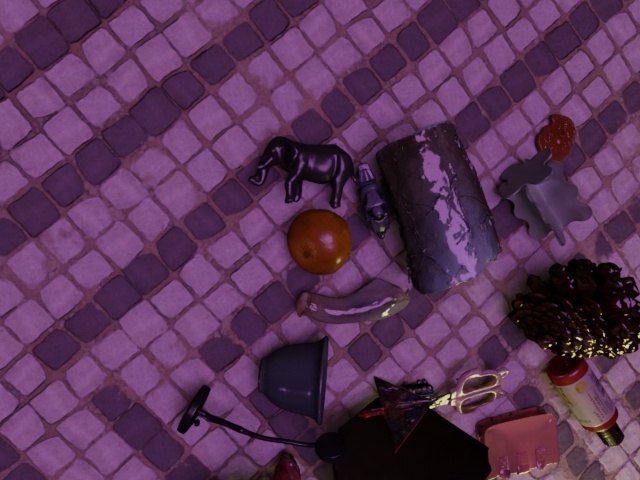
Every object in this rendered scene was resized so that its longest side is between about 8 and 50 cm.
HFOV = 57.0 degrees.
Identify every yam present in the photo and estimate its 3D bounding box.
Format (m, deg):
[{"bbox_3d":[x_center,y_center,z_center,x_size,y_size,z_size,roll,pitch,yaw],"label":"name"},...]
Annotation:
[{"bbox_3d":[0.261,-0.081,1.344,0.240,0.241,0.348,-20,95,-12],"label":"yam"}]

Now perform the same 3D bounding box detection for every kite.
[{"bbox_3d":[0.177,0.395,1.373,0.189,0.232,0.009,-7,121,-9],"label":"kite"}]

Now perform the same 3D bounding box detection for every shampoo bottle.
[{"bbox_3d":[0.717,0.432,1.569,0.104,0.104,0.278,-38,102,-8],"label":"shampoo bottle"}]

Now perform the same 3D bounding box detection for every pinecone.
[{"bbox_3d":[0.639,0.166,1.439,0.295,0.298,0.242,-11,101,-27],"label":"pinecone"}]

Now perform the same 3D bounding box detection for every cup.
[{"bbox_3d":[-0.063,0.312,1.339,0.149,0.199,0.199,3,94,3],"label":"cup"}]

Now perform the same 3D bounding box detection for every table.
[{"bbox_3d":[0.561,-0.096,1.469,0.166,0.166,0.198,-45,111,-7],"label":"table"}]

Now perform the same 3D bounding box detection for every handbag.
[{"bbox_3d":[0.519,0.535,1.551,0.212,0.059,0.157,-9,95,-12],"label":"handbag"}]

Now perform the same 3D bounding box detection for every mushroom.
[{"bbox_3d":[0.080,0.149,1.393,0.277,0.099,0.096,-8,91,-10],"label":"mushroom"}]

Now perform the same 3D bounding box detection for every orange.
[{"bbox_3d":[0.000,0.000,1.337,0.155,0.154,0.134,57,39,-12],"label":"orange"}]

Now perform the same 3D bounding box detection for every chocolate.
[{"bbox_3d":[0.180,0.578,1.351,0.326,0.314,0.297,-32,135,-36],"label":"chocolate"}]

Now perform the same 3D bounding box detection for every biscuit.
[{"bbox_3d":[0.611,-0.263,1.531,0.102,0.019,0.131,30,86,-15],"label":"biscuit"}]

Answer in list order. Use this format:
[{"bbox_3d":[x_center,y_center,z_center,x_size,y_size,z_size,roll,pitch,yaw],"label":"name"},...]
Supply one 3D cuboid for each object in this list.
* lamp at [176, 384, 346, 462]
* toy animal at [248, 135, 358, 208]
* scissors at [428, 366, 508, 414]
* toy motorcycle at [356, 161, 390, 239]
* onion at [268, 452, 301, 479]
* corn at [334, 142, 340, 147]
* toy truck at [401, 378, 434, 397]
[{"bbox_3d":[-0.130,0.403,1.276,0.371,0.130,0.109,12,125,15],"label":"lamp"},{"bbox_3d":[-0.039,-0.156,1.334,0.244,0.114,0.146,2,103,-20],"label":"toy animal"},{"bbox_3d":[0.325,0.395,1.483,0.317,0.024,0.160,-12,123,-11],"label":"scissors"},{"bbox_3d":[0.122,-0.088,1.367,0.061,0.124,0.194,-16,101,1],"label":"toy motorcycle"},{"bbox_3d":[-0.126,0.651,1.297,0.347,0.347,0.385,38,50,-14],"label":"onion"},{"bbox_3d":[0.033,-0.188,1.387,0.028,0.027,0.083,3,96,2],"label":"corn"},{"bbox_3d":[0.245,0.379,1.480,0.083,0.039,0.044,-3,109,-16],"label":"toy truck"}]
